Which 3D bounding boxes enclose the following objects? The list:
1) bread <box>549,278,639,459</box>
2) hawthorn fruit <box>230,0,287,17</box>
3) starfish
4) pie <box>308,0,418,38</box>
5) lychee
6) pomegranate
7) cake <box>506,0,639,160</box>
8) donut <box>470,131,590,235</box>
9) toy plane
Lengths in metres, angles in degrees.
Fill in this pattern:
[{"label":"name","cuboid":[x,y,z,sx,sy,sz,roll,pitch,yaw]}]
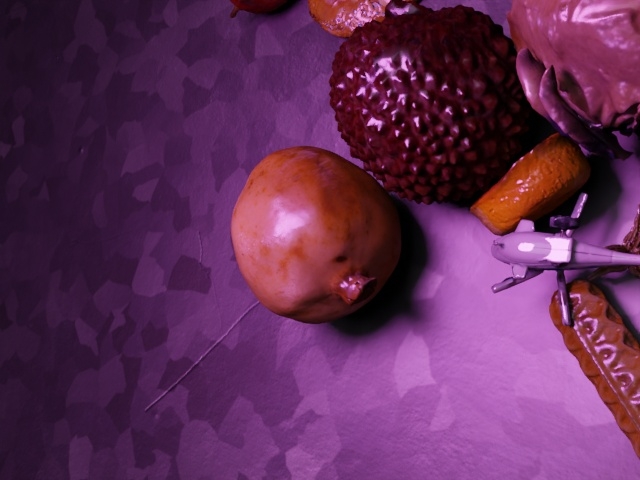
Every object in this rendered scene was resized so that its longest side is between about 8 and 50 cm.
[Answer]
[{"label":"bread","cuboid":[0.424,0.209,1.015,0.077,0.084,0.367,-19,60,-15]},{"label":"hawthorn fruit","cuboid":[-0.122,-0.568,1.543,0.224,0.224,0.261,38,116,36]},{"label":"starfish","cuboid":[0.448,0.011,1.077,0.133,0.041,0.130,12,66,15]},{"label":"pie","cuboid":[0.083,-0.508,1.459,0.273,0.069,0.273,-9,76,37]},{"label":"lychee","cuboid":[0.165,-0.220,1.183,0.306,0.306,0.330,-9,95,33]},{"label":"pomegranate","cuboid":[-0.010,-0.014,1.251,0.307,0.307,0.307,-10,71,33]},{"label":"cake","cuboid":[0.424,-0.276,1.029,0.332,0.332,0.321,31,121,37]},{"label":"donut","cuboid":[0.314,-0.074,1.114,0.190,0.174,0.075,-44,75,26]},{"label":"toy plane","cuboid":[0.358,0.030,1.004,0.273,0.107,0.182,26,94,39]}]
